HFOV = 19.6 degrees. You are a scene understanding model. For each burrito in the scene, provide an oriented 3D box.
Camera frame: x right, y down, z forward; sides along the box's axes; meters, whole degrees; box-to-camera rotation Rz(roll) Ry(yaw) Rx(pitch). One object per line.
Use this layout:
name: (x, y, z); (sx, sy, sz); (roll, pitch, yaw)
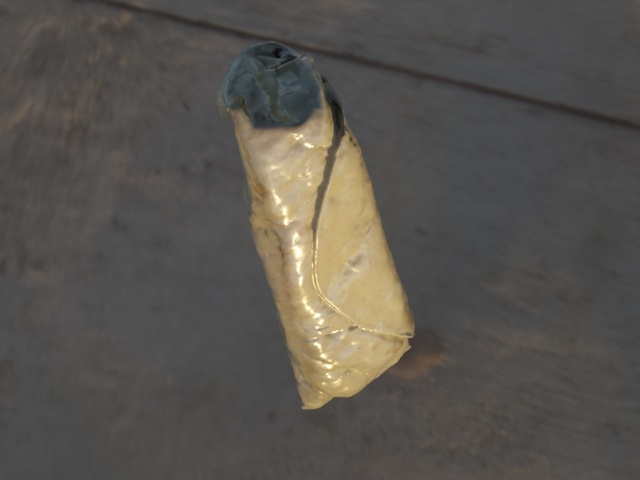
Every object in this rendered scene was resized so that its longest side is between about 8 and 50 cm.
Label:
burrito: (0.000, 0.000, 1.013); (0.082, 0.059, 0.275); (-40, 143, -21)
